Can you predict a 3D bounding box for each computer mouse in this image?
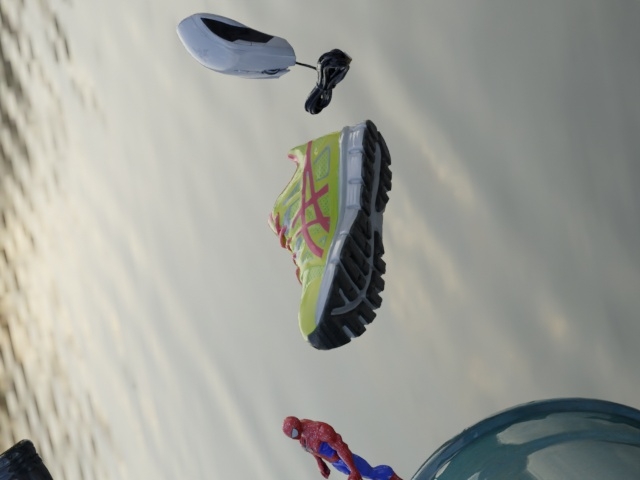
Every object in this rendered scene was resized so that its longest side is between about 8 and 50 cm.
[{"bbox_3d":[-0.066,-0.191,2.009,0.106,0.193,0.042,133,149,-57],"label":"computer mouse"}]

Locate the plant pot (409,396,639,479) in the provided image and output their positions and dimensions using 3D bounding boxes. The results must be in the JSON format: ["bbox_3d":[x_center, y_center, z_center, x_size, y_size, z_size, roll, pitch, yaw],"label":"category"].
[{"bbox_3d":[0.230,0.305,1.420,0.334,0.341,0.341,-172,71,-83],"label":"plant pot"}]

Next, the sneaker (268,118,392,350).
[{"bbox_3d":[0.000,0.000,1.517,0.081,0.094,0.208,58,-146,-47],"label":"sneaker"}]

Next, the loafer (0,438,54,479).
[{"bbox_3d":[-0.275,0.224,1.451,0.061,0.170,0.062,53,-158,-2],"label":"loafer"}]

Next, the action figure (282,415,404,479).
[{"bbox_3d":[0.014,0.143,1.208,0.038,0.030,0.115,7,153,50],"label":"action figure"}]
